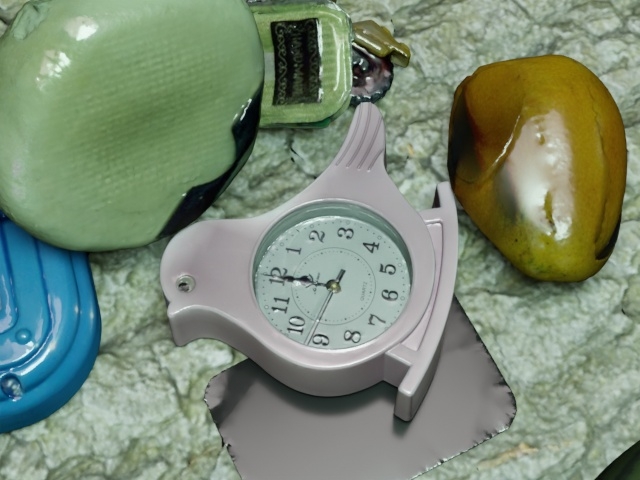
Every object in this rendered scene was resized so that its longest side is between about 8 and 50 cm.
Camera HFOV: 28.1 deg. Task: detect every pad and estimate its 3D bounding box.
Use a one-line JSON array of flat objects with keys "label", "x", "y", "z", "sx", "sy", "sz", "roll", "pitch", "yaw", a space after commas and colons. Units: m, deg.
[{"label": "pad", "x": 0.038, "y": 0.153, "z": 1.217, "sx": 0.267, "sy": 0.004, "sz": 0.181, "roll": -25, "pitch": 69, "yaw": -9}]

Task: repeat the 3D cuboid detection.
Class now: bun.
[{"label": "bun", "x": -0.194, "y": -0.132, "z": 1.159, "sx": 0.283, "sy": 0.283, "sz": 0.179, "roll": -36, "pitch": 47, "yaw": -14}]

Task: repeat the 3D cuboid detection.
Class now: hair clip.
[{"label": "hair clip", "x": -0.119, "y": -0.170, "z": 1.297, "sx": 0.321, "sy": 0.091, "sz": 0.138, "roll": -1, "pitch": 88, "yaw": 12}]

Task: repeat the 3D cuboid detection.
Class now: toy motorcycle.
[{"label": "toy motorcycle", "x": 0.003, "y": -0.247, "z": 1.346, "sx": 0.229, "sy": 0.094, "sz": 0.130, "roll": 42, "pitch": 71, "yaw": 12}]

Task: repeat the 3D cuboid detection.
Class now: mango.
[{"label": "mango", "x": 0.225, "y": -0.066, "z": 1.229, "sx": 0.166, "sy": 0.136, "sz": 0.236, "roll": 28, "pitch": 55, "yaw": -29}]

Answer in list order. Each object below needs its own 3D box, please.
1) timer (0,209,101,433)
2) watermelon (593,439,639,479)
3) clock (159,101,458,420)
[{"label": "timer", "x": -0.389, "y": 0.044, "z": 1.213, "sx": 0.340, "sy": 0.115, "sz": 0.309, "roll": -13, "pitch": 70, "yaw": -6}, {"label": "watermelon", "x": 0.316, "y": 0.292, "z": 1.005, "sx": 0.279, "sy": 0.279, "sz": 0.359, "roll": 42, "pitch": 71, "yaw": 17}, {"label": "clock", "x": 0.000, "y": 0.000, "z": 1.242, "sx": 0.275, "sy": 0.080, "sz": 0.290, "roll": 13, "pitch": 65, "yaw": 7}]
